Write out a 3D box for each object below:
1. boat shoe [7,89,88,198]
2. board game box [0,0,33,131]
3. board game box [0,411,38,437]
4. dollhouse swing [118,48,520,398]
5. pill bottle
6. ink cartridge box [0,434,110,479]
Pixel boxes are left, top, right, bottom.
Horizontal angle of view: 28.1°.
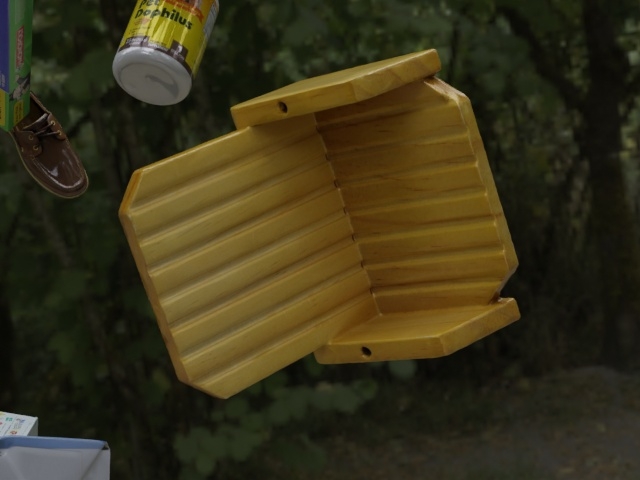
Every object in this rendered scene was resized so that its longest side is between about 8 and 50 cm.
[{"bbox_3d":[-0.356,-0.130,1.615,0.064,0.178,0.060,-32,-13,-19],"label":"boat shoe"},{"bbox_3d":[-0.423,-0.280,1.450,0.046,0.213,0.317,-51,-8,-31],"label":"board game box"},{"bbox_3d":[-0.634,0.373,2.165,0.275,0.142,0.144,9,25,5],"label":"board game box"},{"bbox_3d":[0.000,0.000,1.503,0.315,0.347,0.305,-8,15,42],"label":"dollhouse swing"},{"bbox_3d":[-0.219,-0.311,1.867,0.117,0.215,0.117,11,-31,7],"label":"pill bottle"},{"bbox_3d":[-0.384,0.324,1.153,0.395,0.270,0.151,-11,-17,34],"label":"ink cartridge box"}]
